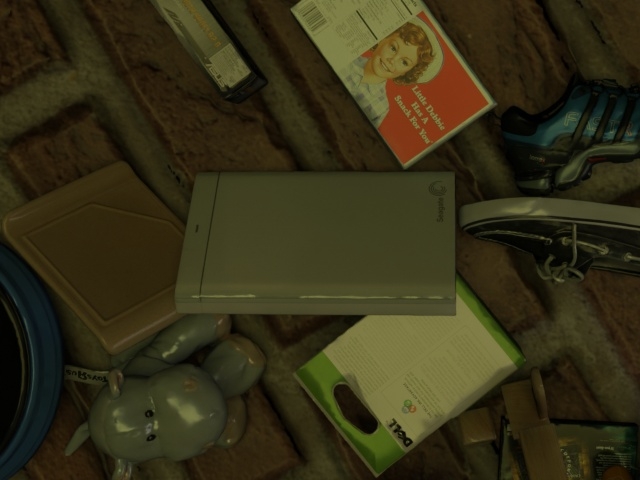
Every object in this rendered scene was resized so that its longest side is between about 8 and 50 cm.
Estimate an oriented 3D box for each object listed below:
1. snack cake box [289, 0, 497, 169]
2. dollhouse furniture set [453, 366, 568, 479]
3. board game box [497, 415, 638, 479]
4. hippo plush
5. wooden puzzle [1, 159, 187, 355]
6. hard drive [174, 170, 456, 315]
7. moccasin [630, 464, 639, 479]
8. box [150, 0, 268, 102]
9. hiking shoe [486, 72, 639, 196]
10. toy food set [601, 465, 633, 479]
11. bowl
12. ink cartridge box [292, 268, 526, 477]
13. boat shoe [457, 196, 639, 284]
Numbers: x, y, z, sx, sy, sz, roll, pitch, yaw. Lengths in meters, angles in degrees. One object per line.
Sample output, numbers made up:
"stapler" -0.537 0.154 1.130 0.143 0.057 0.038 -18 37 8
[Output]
"snack cake box" 0.096 -0.243 1.895 0.152 0.089 0.264 -35 91 2
"dollhouse furniture set" 0.138 0.336 1.810 0.356 0.174 0.303 -13 60 5
"board game box" 0.337 0.308 1.948 0.186 0.026 0.126 3 94 2
"hippo plush" -0.223 0.184 1.862 0.294 0.236 0.234 -3 94 3
"wooden puzzle" -0.267 0.021 1.870 0.238 0.221 0.044 48 140 15
"hard drive" 0.000 0.000 1.856 0.353 0.233 0.047 1 136 5
"moccasin" 0.485 0.357 1.902 0.138 0.117 0.342 -4 97 6
"box" -0.162 -0.287 1.859 0.056 0.183 0.231 -36 91 5
"hiking shoe" 0.382 -0.167 1.867 0.304 0.113 0.132 -24 101 4
"toy food set" 0.336 0.411 1.891 0.232 0.104 0.111 -32 119 13
"bowl" -0.543 0.167 1.928 0.391 0.077 0.391 1 93 12
"ink cartridge box" 0.118 0.162 1.916 0.255 0.097 0.189 -39 91 6
"boat shoe" 0.333 0.008 1.888 0.306 0.113 0.105 6 79 -7
